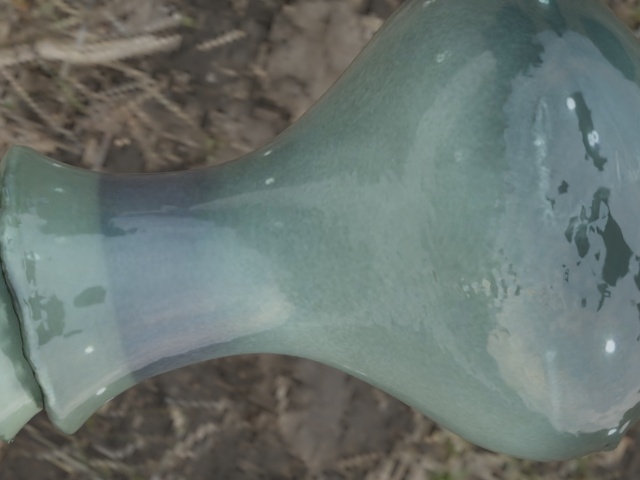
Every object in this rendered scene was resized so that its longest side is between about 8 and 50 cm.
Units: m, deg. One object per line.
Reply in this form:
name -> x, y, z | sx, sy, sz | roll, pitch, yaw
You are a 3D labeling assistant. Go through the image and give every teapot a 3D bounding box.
teapot -> 0.000, 0.000, 0.714 | 0.251, 0.183, 0.183 | -8, 116, 1
